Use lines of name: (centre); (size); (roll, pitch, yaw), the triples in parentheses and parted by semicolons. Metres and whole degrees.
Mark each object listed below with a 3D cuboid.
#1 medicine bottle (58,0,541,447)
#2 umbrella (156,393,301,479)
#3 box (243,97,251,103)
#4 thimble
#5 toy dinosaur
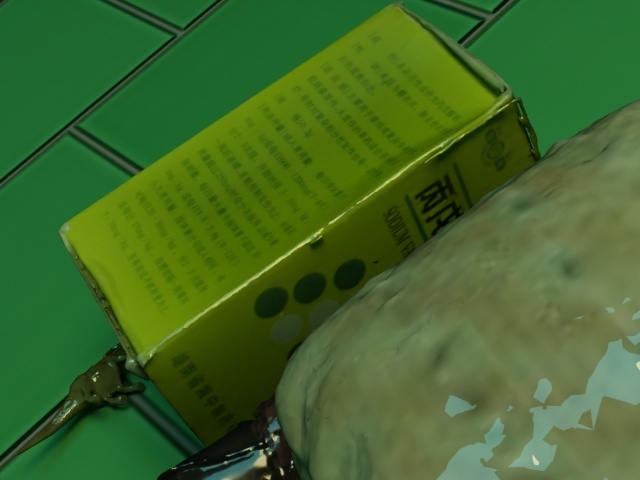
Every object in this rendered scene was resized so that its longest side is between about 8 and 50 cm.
medicine bottle: (0.000, 0.000, 0.704); (0.250, 0.137, 0.141); (-35, 42, -6)
umbrella: (0.066, 0.061, 0.631); (0.326, 0.094, 0.090); (-29, 63, -10)
box: (-0.050, -0.072, 0.895); (0.046, 0.012, 0.083); (4, 49, 29)
thimble: (0.136, 0.108, 0.422); (0.195, 0.291, 0.291); (-36, 42, 4)
toy dinosaur: (-0.141, 0.096, 0.766); (0.041, 0.026, 0.113); (2, 40, 38)
